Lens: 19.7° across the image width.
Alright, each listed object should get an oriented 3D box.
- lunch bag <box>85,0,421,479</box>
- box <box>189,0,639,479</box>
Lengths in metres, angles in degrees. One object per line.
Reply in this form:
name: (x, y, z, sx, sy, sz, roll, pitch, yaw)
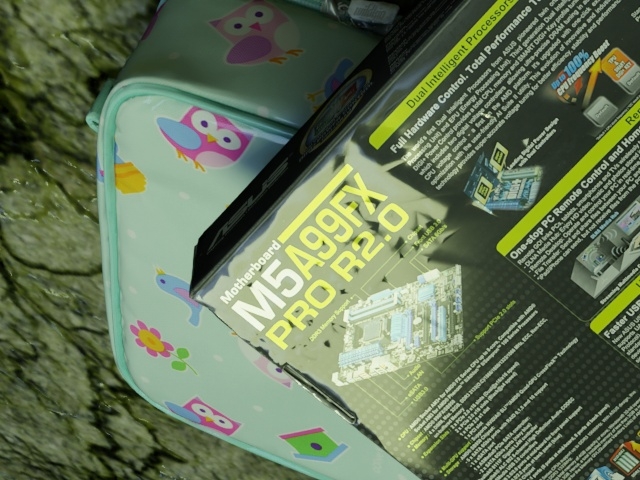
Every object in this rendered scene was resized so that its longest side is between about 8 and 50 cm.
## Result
lunch bag: (0.000, 0.000, 0.884, 0.224, 0.108, 0.279, 21, 142, 11)
box: (0.116, -0.016, 0.718, 0.216, 0.060, 0.270, 39, 107, -14)
